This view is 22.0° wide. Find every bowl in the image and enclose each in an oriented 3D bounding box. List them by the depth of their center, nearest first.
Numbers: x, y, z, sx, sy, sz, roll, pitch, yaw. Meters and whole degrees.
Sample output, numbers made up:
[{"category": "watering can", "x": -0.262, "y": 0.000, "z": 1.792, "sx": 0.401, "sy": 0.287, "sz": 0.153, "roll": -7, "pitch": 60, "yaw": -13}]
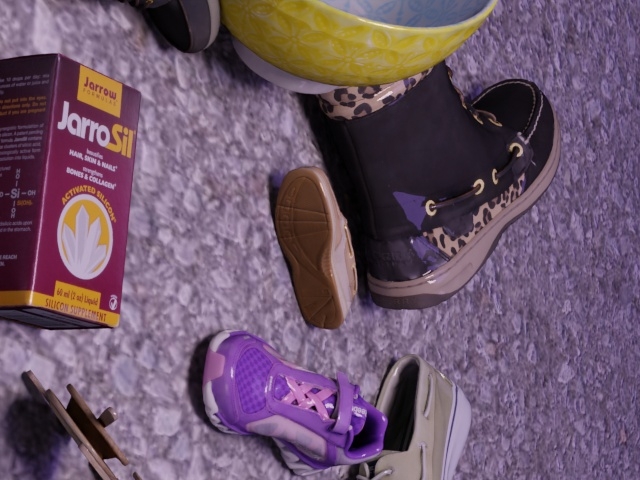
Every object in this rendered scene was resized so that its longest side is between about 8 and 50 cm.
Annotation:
[{"category": "bowl", "x": -0.001, "y": -0.225, "z": 1.467, "sx": 0.289, "sy": 0.289, "sz": 0.156, "roll": -44, "pitch": 168, "yaw": -50}]

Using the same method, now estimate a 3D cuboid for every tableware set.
[{"category": "tableware set", "x": -0.146, "y": 0.177, "z": 1.266, "sx": 0.039, "sy": 0.128, "sz": 0.194, "roll": -36, "pitch": 127, "yaw": -10}]

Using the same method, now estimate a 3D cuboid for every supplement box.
[{"category": "supplement box", "x": -0.202, "y": -0.034, "z": 1.230, "sx": 0.104, "sy": 0.081, "sz": 0.188, "roll": 21, "pitch": 70, "yaw": -56}]

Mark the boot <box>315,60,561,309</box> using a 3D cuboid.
[{"category": "boot", "x": 0.122, "y": -0.141, "z": 1.721, "sx": 0.377, "sy": 0.138, "sz": 0.284, "roll": -50, "pitch": 129, "yaw": -41}]

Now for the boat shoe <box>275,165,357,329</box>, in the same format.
[{"category": "boat shoe", "x": 0.000, "y": 0.000, "z": 1.581, "sx": 0.059, "sy": 0.063, "sz": 0.170, "roll": -48, "pitch": 137, "yaw": -52}]

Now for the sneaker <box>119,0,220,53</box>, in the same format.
[{"category": "sneaker", "x": -0.164, "y": -0.212, "z": 1.328, "sx": 0.118, "sy": 0.083, "sz": 0.222, "roll": -48, "pitch": 141, "yaw": -21}]

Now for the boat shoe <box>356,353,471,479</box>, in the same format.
[{"category": "boat shoe", "x": 0.074, "y": 0.249, "z": 1.664, "sx": 0.094, "sy": 0.109, "sz": 0.302, "roll": 46, "pitch": 40, "yaw": -28}]

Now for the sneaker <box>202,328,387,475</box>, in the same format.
[{"category": "sneaker", "x": -0.016, "y": 0.148, "z": 1.500, "sx": 0.236, "sy": 0.104, "sz": 0.095, "roll": 39, "pitch": 57, "yaw": -49}]
